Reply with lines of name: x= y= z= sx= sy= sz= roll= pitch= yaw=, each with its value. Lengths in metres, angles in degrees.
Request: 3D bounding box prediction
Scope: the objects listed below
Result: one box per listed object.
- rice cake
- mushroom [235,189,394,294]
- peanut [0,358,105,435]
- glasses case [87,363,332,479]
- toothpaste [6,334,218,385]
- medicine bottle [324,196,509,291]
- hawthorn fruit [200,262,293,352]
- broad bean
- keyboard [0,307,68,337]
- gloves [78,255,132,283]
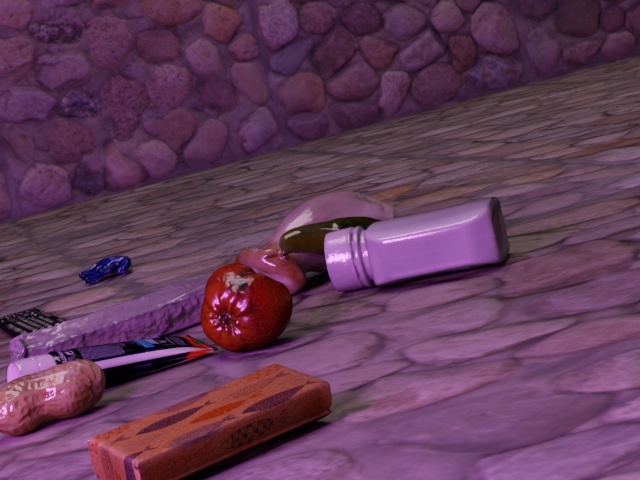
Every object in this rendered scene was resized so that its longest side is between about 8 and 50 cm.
rice cake: x=-0.203 y=0.088 z=1.637 sx=0.270 sy=0.049 sz=0.055 roll=-19 pitch=31 yaw=-32
mushroom: x=0.000 y=0.001 z=1.771 sx=0.212 sy=0.097 sz=0.088 roll=-28 pitch=-28 yaw=-42
peanut: x=-0.239 y=0.137 z=1.355 sx=0.113 sy=0.054 sz=0.054 roll=-20 pitch=10 yaw=-26
glasses case: x=-0.075 y=0.137 z=1.106 sx=0.170 sy=0.041 sz=0.065 roll=-19 pitch=21 yaw=-37
toothpaste: x=-0.195 y=0.116 z=1.468 sx=0.193 sy=0.045 sz=0.071 roll=-11 pitch=14 yaw=-30
medicine bottle: x=0.100 y=0.005 z=1.626 sx=0.183 sy=0.069 sz=0.119 roll=-10 pitch=8 yaw=15
hawthorn fruit: x=-0.068 y=0.062 z=1.470 sx=0.093 sy=0.093 sz=0.093 roll=-13 pitch=8 yaw=2
broad bean: x=0.089 y=-0.005 z=1.735 sx=0.298 sy=0.043 sz=0.060 roll=-5 pitch=47 yaw=-28
keyboard: x=-0.358 y=0.103 z=1.922 sx=0.061 sy=0.013 sz=0.204 roll=-16 pitch=8 yaw=-19
gloves: x=-0.303 y=0.041 z=2.217 sx=0.064 sy=0.026 sz=0.086 roll=-3 pitch=13 yaw=44
